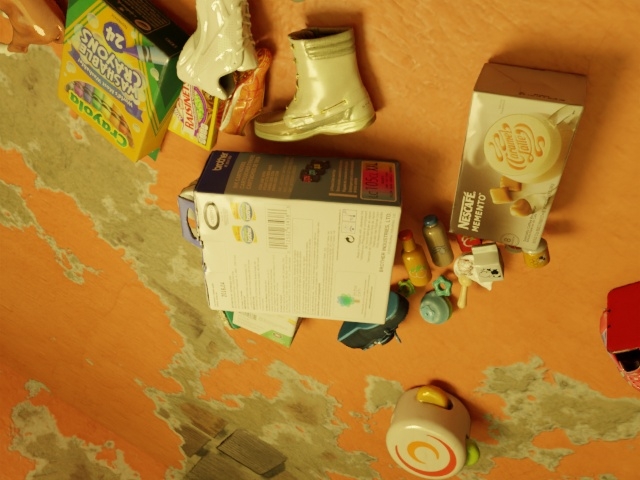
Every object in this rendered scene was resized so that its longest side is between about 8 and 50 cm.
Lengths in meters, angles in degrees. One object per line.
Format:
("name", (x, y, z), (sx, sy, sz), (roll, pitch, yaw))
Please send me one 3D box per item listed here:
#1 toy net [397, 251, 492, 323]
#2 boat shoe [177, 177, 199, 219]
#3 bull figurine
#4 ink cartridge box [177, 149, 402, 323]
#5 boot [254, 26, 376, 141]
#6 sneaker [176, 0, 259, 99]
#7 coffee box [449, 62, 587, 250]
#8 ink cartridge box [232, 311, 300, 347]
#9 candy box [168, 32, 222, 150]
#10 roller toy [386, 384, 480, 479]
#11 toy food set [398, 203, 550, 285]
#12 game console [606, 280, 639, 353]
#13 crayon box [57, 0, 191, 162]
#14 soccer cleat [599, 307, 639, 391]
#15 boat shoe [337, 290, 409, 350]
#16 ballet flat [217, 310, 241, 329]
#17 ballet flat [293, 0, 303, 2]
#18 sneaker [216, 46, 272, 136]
("toy net", (0.250, 0.074, 1.044), (0.122, 0.045, 0.232), (55, 135, 13))
("boat shoe", (-0.141, -0.099, 1.058), (0.267, 0.088, 0.096), (-10, 126, 13))
("bull figurine", (-0.569, -0.473, 0.937), (0.188, 0.101, 0.310), (-5, 125, 36))
("ink cartridge box", (-0.067, -0.007, 0.970), (0.395, 0.151, 0.270), (3, 128, 1))
("boot", (-0.029, -0.248, 0.867), (0.213, 0.077, 0.165), (-2, 129, 23))
("sneaker", (-0.134, -0.321, 0.835), (0.115, 0.090, 0.232), (34, 133, 2))
("coffee box", (0.282, -0.118, 0.801), (0.141, 0.098, 0.247), (14, 134, 16))
("ink cartridge box", (-0.109, 0.128, 1.246), (0.154, 0.093, 0.212), (22, 138, 7))
("candy box", (-0.229, -0.268, 0.993), (0.105, 0.027, 0.206), (30, 137, 6))
("roller toy", (0.261, 0.456, 1.309), (0.191, 0.146, 0.209), (-34, 103, 35))
("toy food set", (0.254, -0.003, 0.914), (0.232, 0.111, 0.105), (-9, 123, 26))
("game console", (0.536, 0.131, 0.861), (0.124, 0.144, 0.085), (24, 137, 6))
("crayon box", (-0.364, -0.288, 0.986), (0.203, 0.083, 0.323), (40, 138, 0))
("soccer cleat", (0.556, 0.218, 0.958), (0.083, 0.095, 0.248), (-15, 126, 37))
("boat shoe", (0.128, 0.176, 1.173), (0.089, 0.109, 0.258), (30, 154, -10))
("ballet flat", (-0.239, 0.123, 1.324), (0.077, 0.091, 0.241), (29, 138, 35))
("ballet flat", (-0.042, -0.419, 0.722), (0.072, 0.068, 0.213), (19, 136, 13))
("sneaker", (-0.122, -0.255, 0.934), (0.067, 0.064, 0.175), (8, 139, -31))
